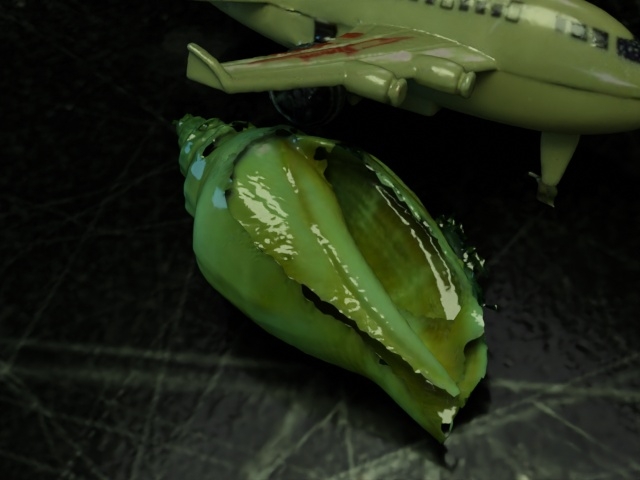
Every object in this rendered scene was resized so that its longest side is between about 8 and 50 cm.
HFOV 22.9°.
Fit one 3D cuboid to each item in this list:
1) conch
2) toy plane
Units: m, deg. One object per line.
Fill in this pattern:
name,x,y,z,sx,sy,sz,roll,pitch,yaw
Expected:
conch,-0.001,0.001,0.728,0.201,0.079,0.095,32,90,15
toy plane,0.042,-0.101,0.764,0.256,0.104,0.242,28,33,13
